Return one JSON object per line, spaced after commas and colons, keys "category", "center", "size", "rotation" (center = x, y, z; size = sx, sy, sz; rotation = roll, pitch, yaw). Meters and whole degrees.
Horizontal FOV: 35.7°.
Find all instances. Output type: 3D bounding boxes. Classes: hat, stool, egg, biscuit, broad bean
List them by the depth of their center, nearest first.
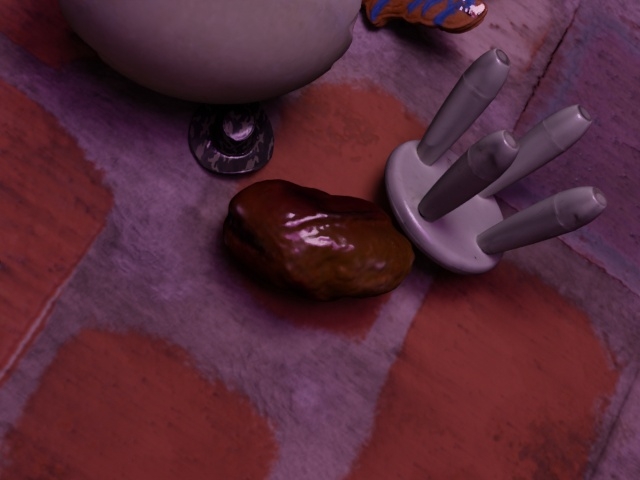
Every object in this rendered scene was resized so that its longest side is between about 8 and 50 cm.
{"category": "egg", "center": [-0.131, -0.298, 1.138], "size": [0.336, 0.278, 0.278], "rotation": [4, 71, -25]}
{"category": "broad bean", "center": [-0.002, 0.002, 1.173], "size": [0.228, 0.156, 0.122], "rotation": [15, 110, -22]}
{"category": "stool", "center": [0.211, -0.084, 1.206], "size": [0.195, 0.198, 0.195], "rotation": [29, 42, -26]}
{"category": "hat", "center": [-0.103, -0.139, 1.221], "size": [0.121, 0.050, 0.121], "rotation": [7, 67, -17]}
{"category": "biscuit", "center": [0.111, -0.378, 1.338], "size": [0.280, 0.043, 0.183], "rotation": [44, 97, 15]}
